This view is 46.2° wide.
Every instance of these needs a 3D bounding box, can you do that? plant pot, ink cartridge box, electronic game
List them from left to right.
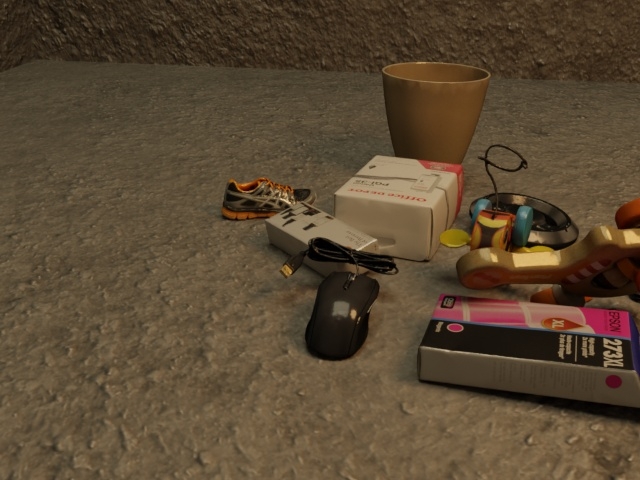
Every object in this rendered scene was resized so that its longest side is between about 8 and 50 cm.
[{"bbox_3d":[0.167,-0.076,1.565,0.207,0.117,0.283,9,25,19],"label":"ink cartridge box"},{"bbox_3d":[0.272,-0.277,1.838,0.257,0.273,0.256,1,23,0],"label":"plant pot"},{"bbox_3d":[0.428,-0.042,1.584,0.230,0.048,0.229,7,27,-4],"label":"electronic game"},{"bbox_3d":[0.339,0.157,1.081,0.371,0.069,0.176,6,23,17],"label":"ink cartridge box"}]

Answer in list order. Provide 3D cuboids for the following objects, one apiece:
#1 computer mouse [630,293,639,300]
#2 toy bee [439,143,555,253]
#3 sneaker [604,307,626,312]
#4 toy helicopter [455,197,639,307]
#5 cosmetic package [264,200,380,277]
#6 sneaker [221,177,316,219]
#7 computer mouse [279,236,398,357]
[{"bbox_3d":[0.633,0.061,1.381,0.242,0.041,0.071,-27,37,-36],"label":"computer mouse"},{"bbox_3d":[0.289,-0.003,1.295,0.195,0.298,0.162,-1,54,43],"label":"toy bee"},{"bbox_3d":[0.435,0.130,1.201,0.119,0.047,0.057,-8,14,-22],"label":"sneaker"},{"bbox_3d":[0.385,0.049,1.197,0.355,0.235,0.140,-1,60,-9],"label":"toy helicopter"},{"bbox_3d":[0.000,0.000,1.433,0.099,0.060,0.239,-30,36,-26],"label":"cosmetic package"},{"bbox_3d":[-0.111,-0.098,1.651,0.215,0.083,0.084,-7,23,-20],"label":"sneaker"},{"bbox_3d":[0.011,0.072,1.215,0.184,0.060,0.262,15,39,15],"label":"computer mouse"}]
